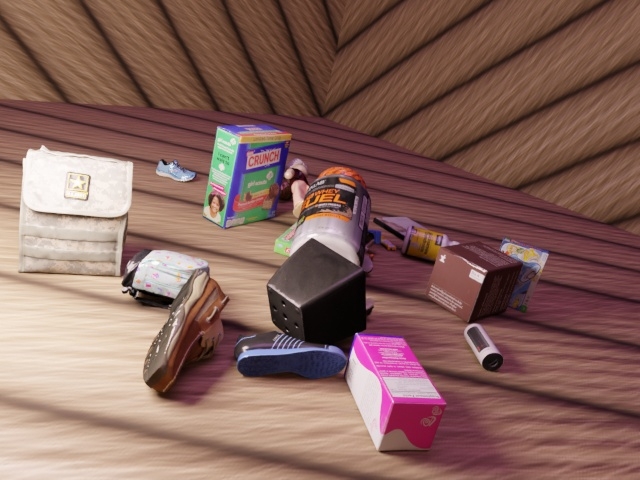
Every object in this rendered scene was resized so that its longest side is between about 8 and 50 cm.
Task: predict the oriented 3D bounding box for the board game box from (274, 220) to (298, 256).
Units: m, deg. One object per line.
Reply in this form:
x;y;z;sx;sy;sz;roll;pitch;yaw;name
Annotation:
0.000;0.000;1.826;0.214;0.046;0.317;16;21;11;board game box

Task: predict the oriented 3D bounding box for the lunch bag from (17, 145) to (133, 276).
-0.584;-0.071;1.328;0.235;0.287;0.169;5;22;-22;lunch bag

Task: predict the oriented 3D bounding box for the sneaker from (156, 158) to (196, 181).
-0.564;-0.277;2.165;0.162;0.073;0.063;14;21;2;sneaker

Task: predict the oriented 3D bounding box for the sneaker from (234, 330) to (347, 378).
-0.063;0.229;1.152;0.232;0.081;0.090;5;29;-16;sneaker

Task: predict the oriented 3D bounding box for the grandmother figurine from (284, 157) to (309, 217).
-0.062;-0.173;1.917;0.104;0.207;0.342;-16;40;1;grandmother figurine

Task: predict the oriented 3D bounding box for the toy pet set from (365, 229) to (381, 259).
0.162;-0.002;1.836;0.122;0.065;0.114;54;25;17;toy pet set

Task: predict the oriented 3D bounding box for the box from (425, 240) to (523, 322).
0.451;0.115;1.626;0.203;0.167;0.168;-6;29;-40;box

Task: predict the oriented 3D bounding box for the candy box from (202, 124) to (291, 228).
-0.245;-0.222;1.869;0.122;0.317;0.268;25;24;29;candy box

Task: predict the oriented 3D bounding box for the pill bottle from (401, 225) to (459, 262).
0.382;0.018;1.923;0.184;0.103;0.103;15;21;6;pill bottle

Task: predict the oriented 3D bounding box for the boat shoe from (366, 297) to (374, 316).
0.079;0.186;1.406;0.133;0.042;0.049;-17;43;-29;boat shoe

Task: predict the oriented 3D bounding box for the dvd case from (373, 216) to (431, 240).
0.349;-0.036;2.158;0.180;0.022;0.253;-3;26;-36;dvd case

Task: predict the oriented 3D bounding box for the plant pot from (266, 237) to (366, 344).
-0.017;0.138;1.281;0.167;0.187;0.188;-30;43;-31;plant pot

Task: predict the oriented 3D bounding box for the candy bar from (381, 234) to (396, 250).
0.221;-0.003;2.003;0.040;0.018;0.161;-2;26;-26;candy bar

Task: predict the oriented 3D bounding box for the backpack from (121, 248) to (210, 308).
-0.355;0.085;1.305;0.182;0.115;0.152;16;18;0;backpack

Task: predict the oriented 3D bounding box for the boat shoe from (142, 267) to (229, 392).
-0.251;0.178;1.119;0.120;0.122;0.324;36;27;-15;boat shoe

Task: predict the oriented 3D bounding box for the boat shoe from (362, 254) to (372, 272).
0.131;0.070;1.735;0.046;0.038;0.125;-39;37;-7;boat shoe

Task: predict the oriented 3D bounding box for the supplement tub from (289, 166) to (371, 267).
0.038;-0.052;1.617;0.207;0.207;0.338;13;44;0;supplement tub

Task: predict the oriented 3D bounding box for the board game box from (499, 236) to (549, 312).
0.593;0.105;1.688;0.136;0.201;0.035;20;22;18;board game box

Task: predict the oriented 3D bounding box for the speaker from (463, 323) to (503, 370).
0.404;0.264;1.375;0.055;0.055;0.136;10;22;-9;speaker

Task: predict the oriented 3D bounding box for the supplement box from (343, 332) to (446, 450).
0.136;0.288;1.076;0.114;0.111;0.220;7;22;-16;supplement box

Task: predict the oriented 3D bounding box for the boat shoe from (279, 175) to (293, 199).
-0.238;-0.256;2.251;0.307;0.110;0.104;25;23;29;boat shoe
